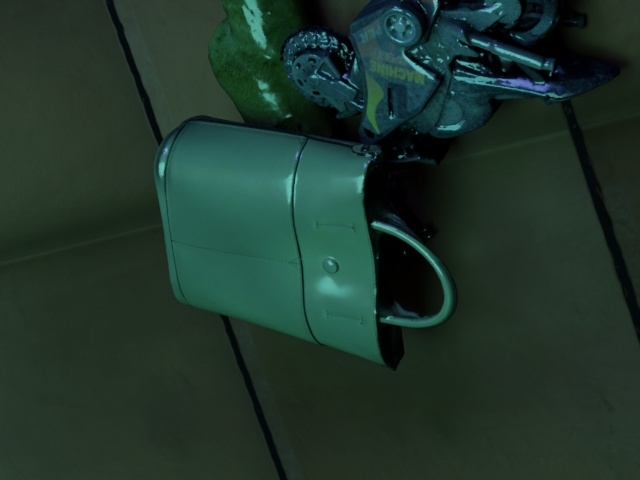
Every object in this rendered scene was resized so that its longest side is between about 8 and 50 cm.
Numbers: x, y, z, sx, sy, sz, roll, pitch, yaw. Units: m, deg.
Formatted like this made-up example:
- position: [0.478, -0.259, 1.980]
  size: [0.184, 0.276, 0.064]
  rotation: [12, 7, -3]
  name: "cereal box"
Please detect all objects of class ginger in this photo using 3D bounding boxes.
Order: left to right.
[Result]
- position: [-0.066, -0.207, 1.758]
  size: [0.137, 0.089, 0.290]
  rotation: [31, 138, 60]
  name: "ginger"

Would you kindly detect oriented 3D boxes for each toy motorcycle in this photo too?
- position: [0.106, -0.155, 1.626]
  size: [0.307, 0.108, 0.173]
  rotation: [-17, 114, 40]
  name: "toy motorcycle"

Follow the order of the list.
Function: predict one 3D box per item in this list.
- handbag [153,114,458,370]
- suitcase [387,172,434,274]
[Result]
- position: [0.000, 0.000, 1.726]
  size: [0.315, 0.109, 0.241]
  rotation: [12, 127, 27]
  name: "handbag"
- position: [0.041, -0.001, 1.779]
  size: [0.126, 0.059, 0.086]
  rotation: [-38, 83, 43]
  name: "suitcase"
